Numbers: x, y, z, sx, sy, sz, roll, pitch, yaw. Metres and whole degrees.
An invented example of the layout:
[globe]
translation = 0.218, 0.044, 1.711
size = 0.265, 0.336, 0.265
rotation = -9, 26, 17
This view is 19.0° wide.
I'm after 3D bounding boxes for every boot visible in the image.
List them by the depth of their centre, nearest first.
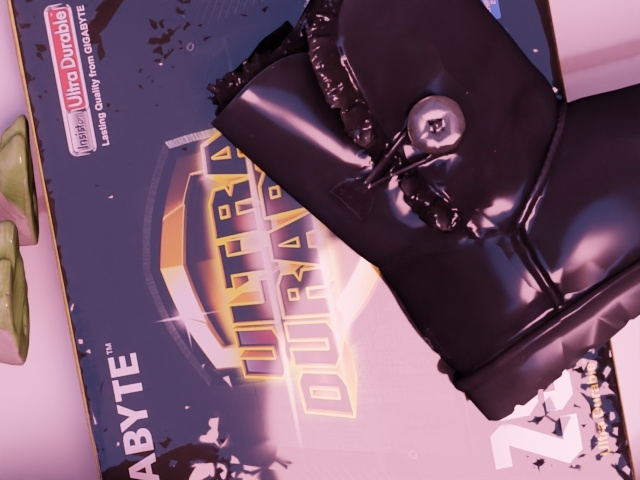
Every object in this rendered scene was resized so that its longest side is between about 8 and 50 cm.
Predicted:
[boot]
translation = 0.097, -0.069, 0.853
size = 0.246, 0.094, 0.207
rotation = -40, 96, 5

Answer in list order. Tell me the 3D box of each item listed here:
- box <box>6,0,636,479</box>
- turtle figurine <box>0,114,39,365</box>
[box]
translation = 0.000, 0.000, 0.938
size = 0.257, 0.079, 0.322
rotation = -10, 92, -3
[turtle figurine]
translation = -0.270, -0.026, 0.872
size = 0.266, 0.198, 0.275
rotation = -3, 96, -3
